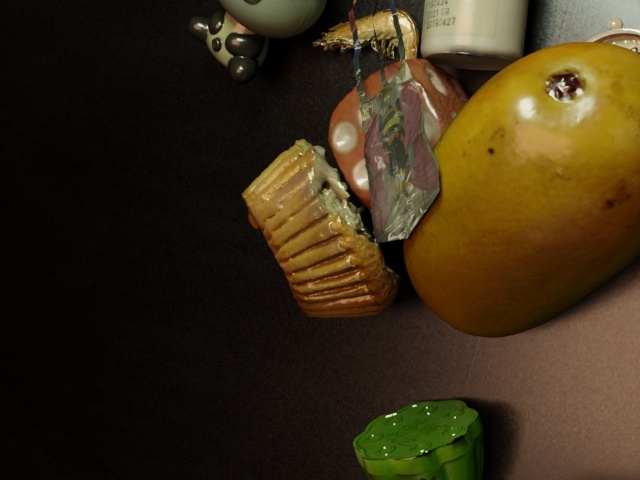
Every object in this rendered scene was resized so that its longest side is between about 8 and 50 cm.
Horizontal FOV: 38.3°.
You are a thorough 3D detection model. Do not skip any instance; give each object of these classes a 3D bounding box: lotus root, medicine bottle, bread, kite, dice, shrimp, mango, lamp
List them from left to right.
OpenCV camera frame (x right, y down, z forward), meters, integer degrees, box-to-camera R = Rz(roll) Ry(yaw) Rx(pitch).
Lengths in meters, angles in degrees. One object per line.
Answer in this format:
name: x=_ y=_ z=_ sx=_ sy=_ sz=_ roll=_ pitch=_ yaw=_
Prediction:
lamp: x=-0.094 y=-0.379 z=1.429 sx=0.198 sy=0.197 sz=0.244 roll=48 pitch=120 yaw=23
bread: x=0.000 y=0.000 z=1.310 sx=0.149 sy=0.274 sz=0.274 roll=-32 pitch=71 yaw=-2
shrimp: x=0.072 y=-0.282 z=1.408 sx=0.178 sy=0.034 sz=0.124 roll=-10 pitch=90 yaw=26
kite: x=0.081 y=-0.175 z=1.153 sx=0.204 sy=0.022 sz=0.361 roll=135 pitch=131 yaw=-63
dice: x=0.129 y=-0.134 z=1.284 sx=0.175 sy=0.179 sz=0.174 roll=-34 pitch=72 yaw=23
lotus root: x=0.153 y=0.333 z=1.276 sx=0.186 sy=0.186 sz=0.186 roll=-1 pitch=88 yaw=31
medicine bottle: x=0.218 y=-0.370 z=1.256 sx=0.143 sy=0.143 sz=0.258 roll=8 pitch=94 yaw=31
mango: x=0.260 y=-0.039 z=1.120 sx=0.446 sy=0.299 sz=0.232 roll=113 pitch=153 yaw=-47

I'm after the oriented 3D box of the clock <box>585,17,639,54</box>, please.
clock: x=0.391 y=-0.196 z=1.196 sx=0.229 sy=0.063 sz=0.156 roll=-42 pitch=66 yaw=23
